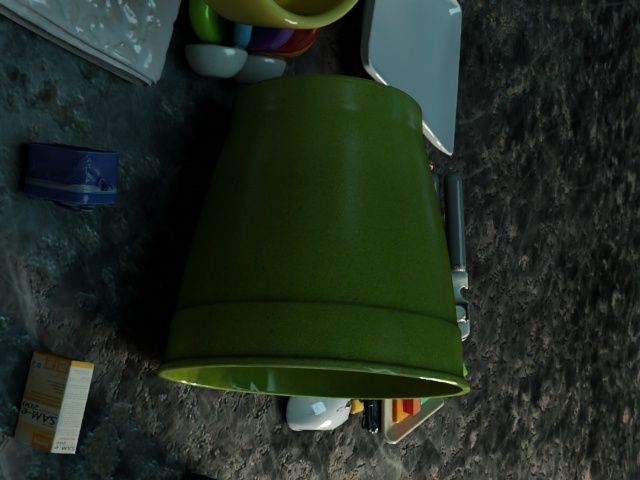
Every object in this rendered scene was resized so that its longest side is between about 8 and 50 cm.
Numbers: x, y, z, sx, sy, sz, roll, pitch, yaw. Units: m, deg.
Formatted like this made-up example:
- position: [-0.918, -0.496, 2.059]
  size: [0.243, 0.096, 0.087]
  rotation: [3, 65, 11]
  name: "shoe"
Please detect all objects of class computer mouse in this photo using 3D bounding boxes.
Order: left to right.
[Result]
- position: [0.026, 0.245, 1.653]
  size: [0.193, 0.042, 0.106]
  rotation: [-3, 101, -48]
  name: "computer mouse"

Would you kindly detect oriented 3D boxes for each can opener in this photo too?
- position: [0.200, 0.029, 1.830]
  size: [0.093, 0.074, 0.280]
  rotation: [-80, 166, -85]
  name: "can opener"

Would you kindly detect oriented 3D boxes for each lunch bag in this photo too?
- position: [-0.255, -0.064, 1.162]
  size: [0.067, 0.098, 0.065]
  rotation: [-4, 103, -60]
  name: "lunch bag"

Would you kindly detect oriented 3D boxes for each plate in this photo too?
- position: [0.130, -0.303, 1.657]
  size: [0.278, 0.045, 0.277]
  rotation: [39, 51, -51]
  name: "plate"

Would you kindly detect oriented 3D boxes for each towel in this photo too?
- position: [-0.236, -0.367, 1.167]
  size: [0.317, 0.053, 0.331]
  rotation: [24, 78, -54]
  name: "towel"

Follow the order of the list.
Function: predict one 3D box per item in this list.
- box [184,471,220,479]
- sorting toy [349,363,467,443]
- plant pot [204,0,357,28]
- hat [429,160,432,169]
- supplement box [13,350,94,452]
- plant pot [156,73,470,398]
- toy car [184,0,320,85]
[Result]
- position: [-0.110, 0.413, 1.458]
  size: [0.207, 0.108, 0.153]
  rotation: [46, 60, -48]
  name: "box"
- position: [0.161, 0.216, 1.848]
  size: [0.348, 0.047, 0.196]
  rotation: [-27, 118, -49]
  name: "sorting toy"
- position: [-0.097, -0.341, 1.113]
  size: [0.254, 0.239, 0.254]
  rotation: [-16, 111, -50]
  name: "plant pot"
- position: [0.153, -0.114, 1.648]
  size: [0.208, 0.184, 0.173]
  rotation: [-51, 134, -35]
  name: "hat"
- position: [-0.285, 0.172, 1.200]
  size: [0.036, 0.062, 0.098]
  rotation: [19, 81, -55]
  name: "supplement box"
- position: [0.000, 0.000, 1.362]
  size: [0.366, 0.367, 0.352]
  rotation: [22, 67, -54]
  name: "plant pot"
- position: [-0.072, -0.268, 1.342]
  size: [0.182, 0.136, 0.159]
  rotation: [2, 95, -55]
  name: "toy car"
